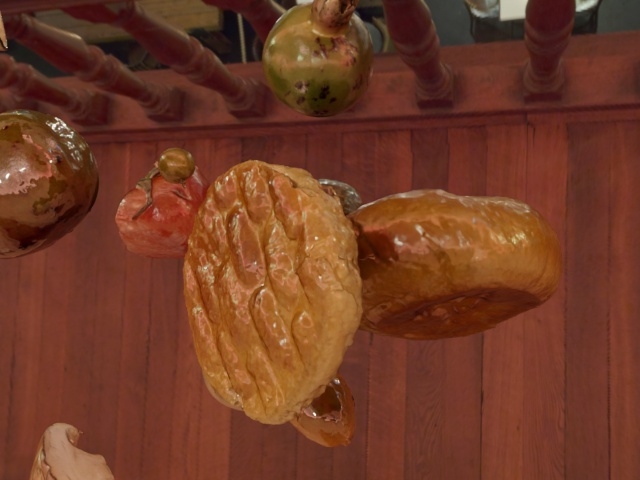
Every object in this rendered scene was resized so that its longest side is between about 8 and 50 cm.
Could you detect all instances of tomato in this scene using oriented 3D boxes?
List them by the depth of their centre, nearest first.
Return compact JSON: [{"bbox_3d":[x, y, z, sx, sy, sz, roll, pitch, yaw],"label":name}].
[{"bbox_3d":[-0.357,-0.054,1.657,0.170,0.309,0.309,22,92,34],"label":"tomato"}]

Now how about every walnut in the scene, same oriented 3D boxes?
[{"bbox_3d":[-0.018,0.298,1.246,0.245,0.137,0.137,44,99,27],"label":"walnut"}]

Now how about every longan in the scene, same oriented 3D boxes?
[{"bbox_3d":[-0.273,-0.137,1.226,0.075,0.075,0.083,-20,83,15],"label":"longan"}]

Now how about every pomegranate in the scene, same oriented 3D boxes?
[{"bbox_3d":[0.003,-0.299,0.976,0.179,0.179,0.211,24,119,18],"label":"pomegranate"},{"bbox_3d":[-0.579,-0.126,1.176,0.323,0.291,0.291,42,98,-1],"label":"pomegranate"}]

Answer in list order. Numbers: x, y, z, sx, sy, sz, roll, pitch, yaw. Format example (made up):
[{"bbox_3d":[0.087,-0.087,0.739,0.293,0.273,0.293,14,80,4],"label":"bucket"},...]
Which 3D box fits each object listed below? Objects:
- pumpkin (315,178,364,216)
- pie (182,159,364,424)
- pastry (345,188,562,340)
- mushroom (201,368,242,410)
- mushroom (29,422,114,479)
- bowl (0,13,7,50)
[{"bbox_3d":[0.000,0.000,1.646,0.242,0.232,0.325,-6,90,11],"label":"pumpkin"},{"bbox_3d":[-0.072,0.058,0.791,0.339,0.083,0.340,4,95,51],"label":"pie"},{"bbox_3d":[0.164,0.036,0.916,0.355,0.356,0.164,-10,65,16],"label":"pastry"},{"bbox_3d":[-0.166,0.284,1.493,0.207,0.207,0.215,46,133,15],"label":"mushroom"},{"bbox_3d":[-0.536,0.518,1.331,0.151,0.156,0.285,-56,44,5],"label":"mushroom"},{"bbox_3d":[-0.567,-0.396,0.962,0.126,0.238,0.238,-16,79,-17],"label":"bowl"}]
